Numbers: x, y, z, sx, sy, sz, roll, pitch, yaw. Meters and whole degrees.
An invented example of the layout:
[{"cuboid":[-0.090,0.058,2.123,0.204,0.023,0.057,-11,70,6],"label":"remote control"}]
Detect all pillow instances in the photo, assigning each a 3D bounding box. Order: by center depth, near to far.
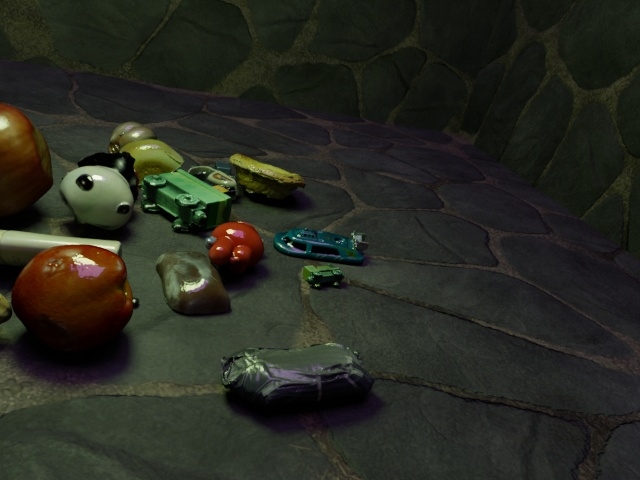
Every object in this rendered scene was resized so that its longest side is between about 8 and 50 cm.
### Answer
[{"cuboid":[-0.044,0.282,1.204,0.335,0.092,0.161,0,23,-26],"label":"pillow"}]

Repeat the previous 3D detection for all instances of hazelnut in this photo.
[{"cuboid":[-0.917,-0.209,1.534,0.366,0.365,0.366,11,25,-5],"label":"hazelnut"}]

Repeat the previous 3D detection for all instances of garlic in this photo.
[{"cuboid":[-0.730,-0.384,2.186,0.214,0.160,0.191,34,27,32],"label":"garlic"}]

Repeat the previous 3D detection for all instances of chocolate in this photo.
[{"cuboid":[-0.333,0.090,1.476,0.157,0.080,0.254,0,28,-27],"label":"chocolate"}]

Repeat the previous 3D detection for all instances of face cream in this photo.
[{"cuboid":[-0.673,0.027,1.384,0.349,0.081,0.173,6,-13,-14],"label":"face cream"}]

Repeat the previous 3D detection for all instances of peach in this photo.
[{"cuboid":[-0.514,0.123,1.182,0.244,0.199,0.243,1,60,-2],"label":"peach"}]

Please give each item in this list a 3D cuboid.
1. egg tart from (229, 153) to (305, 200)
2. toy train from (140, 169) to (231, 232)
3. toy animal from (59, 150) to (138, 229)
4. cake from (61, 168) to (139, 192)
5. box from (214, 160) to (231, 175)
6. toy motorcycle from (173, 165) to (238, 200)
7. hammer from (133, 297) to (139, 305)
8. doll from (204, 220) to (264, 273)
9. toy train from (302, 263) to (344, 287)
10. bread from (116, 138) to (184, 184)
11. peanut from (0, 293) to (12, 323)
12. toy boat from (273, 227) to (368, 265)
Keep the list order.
[{"cuboid":[-0.210,-0.232,2.138,0.315,0.120,0.315,20,9,-3],"label":"egg tart"},{"cuboid":[-0.444,-0.131,1.842,0.301,0.120,0.202,29,27,29],"label":"toy train"},{"cuboid":[-0.649,-0.136,1.667,0.213,0.212,0.266,10,28,-9],"label":"toy animal"},{"cuboid":[-0.741,-0.220,1.902,0.287,0.135,0.098,9,38,11],"label":"cake"},{"cuboid":[-0.392,-0.279,2.258,0.074,0.054,0.099,7,25,-19],"label":"box"},{"cuboid":[-0.412,-0.212,2.068,0.263,0.090,0.157,28,32,31],"label":"toy motorcycle"},{"cuboid":[-0.560,0.127,1.348,0.246,0.029,0.103,13,24,-5],"label":"hammer"},{"cuboid":[-0.241,0.014,1.618,0.161,0.129,0.290,28,18,-6],"label":"doll"},{"cuboid":[0.008,0.104,1.665,0.122,0.050,0.081,-4,23,-31],"label":"toy train"},{"cuboid":[-0.625,-0.290,2.024,0.261,0.156,0.158,-2,28,-19],"label":"bread"},{"cuboid":[-0.740,0.149,1.110,0.233,0.110,0.196,8,20,-12],"label":"peanut"},{"cuboid":[0.000,0.000,1.831,0.299,0.092,0.134,9,28,-12],"label":"toy boat"}]
